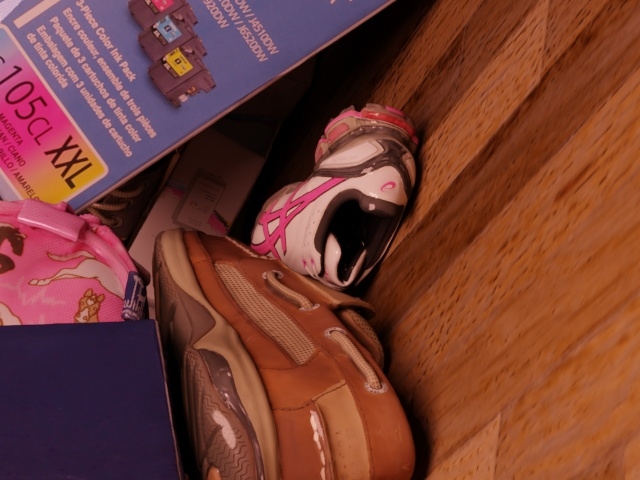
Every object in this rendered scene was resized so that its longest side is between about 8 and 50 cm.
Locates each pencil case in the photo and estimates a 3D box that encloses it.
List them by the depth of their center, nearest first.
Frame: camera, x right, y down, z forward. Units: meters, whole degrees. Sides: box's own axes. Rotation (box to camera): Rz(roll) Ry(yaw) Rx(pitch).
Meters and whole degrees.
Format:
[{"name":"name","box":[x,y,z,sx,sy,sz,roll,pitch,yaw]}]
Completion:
[{"name":"pencil case","box":[-0.175,0.135,1.191,0.386,0.167,0.160,91,155,-56]}]

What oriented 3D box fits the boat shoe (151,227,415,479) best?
[{"name":"boat shoe","box":[-0.025,0.076,1.004,0.324,0.120,0.123,-120,27,-68]}]

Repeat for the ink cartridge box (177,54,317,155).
[{"name":"ink cartridge box","box":[-0.056,-0.154,1.550,0.175,0.072,0.127,131,155,-59]}]

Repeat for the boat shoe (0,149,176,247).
[{"name":"boat shoe","box":[-0.184,-0.075,1.445,0.130,0.132,0.355,-169,103,-80]}]

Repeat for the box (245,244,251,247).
[{"name":"box","box":[-0.075,0.080,1.377,0.179,0.043,0.105,-85,17,-53]}]

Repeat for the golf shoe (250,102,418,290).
[{"name":"golf shoe","box":[0.000,0.000,1.111,0.186,0.067,0.086,123,160,-47]}]

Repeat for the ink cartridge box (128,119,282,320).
[{"name":"ink cartridge box","box":[-0.108,-0.016,1.495,0.198,0.067,0.115,-63,4,-26]}]

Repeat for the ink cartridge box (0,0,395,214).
[{"name":"ink cartridge box","box":[-0.071,-0.197,1.233,0.395,0.151,0.270,-32,19,2]}]

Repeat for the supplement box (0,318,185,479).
[{"name":"supplement box","box":[-0.173,0.243,0.959,0.195,0.194,0.357,-109,19,-63]}]

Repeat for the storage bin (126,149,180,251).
[{"name":"storage bin","box":[-0.209,0.031,1.831,0.260,0.123,0.262,-87,20,-48]}]
